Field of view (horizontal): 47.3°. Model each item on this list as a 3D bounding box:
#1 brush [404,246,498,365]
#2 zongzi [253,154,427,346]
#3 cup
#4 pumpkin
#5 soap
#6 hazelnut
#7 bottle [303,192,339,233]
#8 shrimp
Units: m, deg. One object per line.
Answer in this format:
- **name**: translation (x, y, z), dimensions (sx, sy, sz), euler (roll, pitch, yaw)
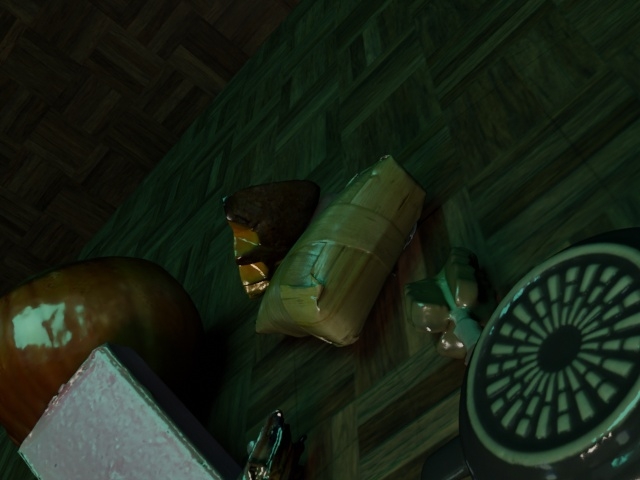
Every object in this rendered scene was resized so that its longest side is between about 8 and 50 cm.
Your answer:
- **brush**: translation (0.118, 0.071, 0.603), dimensions (0.084, 0.071, 0.301), euler (-45, 8, 11)
- **zongzi**: translation (0.013, 0.024, 0.923), dimensions (0.228, 0.115, 0.256), euler (-58, 12, -22)
- **cup**: translation (0.163, 0.110, 0.397), dimensions (0.223, 0.177, 0.169), euler (-42, 27, 35)
- **pumpkin**: translation (-0.055, 0.002, 1.086), dimensions (0.149, 0.130, 0.254), euler (-16, -12, -4)
- **soap**: translation (-0.224, 0.270, 0.872), dimensions (0.259, 0.081, 0.181), euler (37, 91, 30)
- **hazelnut**: translation (-0.346, 0.198, 1.124), dimensions (0.372, 0.315, 0.372), euler (-4, 84, 52)
- **bottle**: translation (0.000, 0.000, 1.030), dimensions (0.053, 0.053, 0.140), euler (-17, 42, 55)
- **shrimp**: translation (-0.064, 0.312, 0.689), dimensions (0.178, 0.075, 0.289), euler (4, 59, 55)
